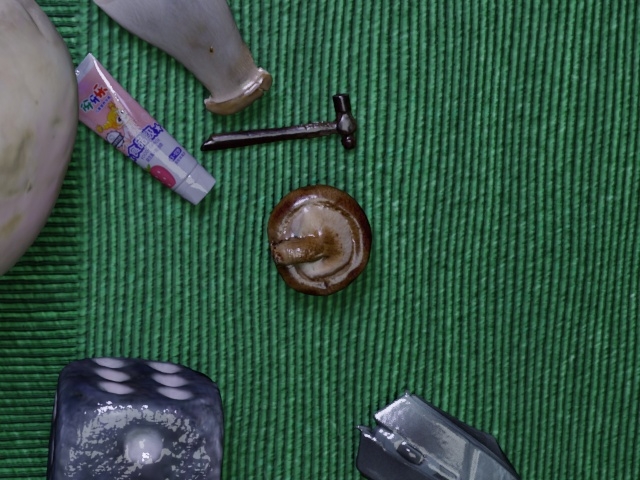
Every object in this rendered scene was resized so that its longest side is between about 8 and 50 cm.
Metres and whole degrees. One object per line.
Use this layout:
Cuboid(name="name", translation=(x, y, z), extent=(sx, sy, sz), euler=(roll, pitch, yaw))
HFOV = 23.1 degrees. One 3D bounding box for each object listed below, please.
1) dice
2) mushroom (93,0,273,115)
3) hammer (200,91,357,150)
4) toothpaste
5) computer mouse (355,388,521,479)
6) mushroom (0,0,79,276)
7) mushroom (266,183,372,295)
Cuboid(name="dice", translation=(-0.204, 0.233, 1.705), extent=(0.182, 0.182, 0.183), euler=(5, 102, -13))
Cuboid(name="mushroom", translation=(-0.139, -0.238, 1.671), extent=(0.116, 0.093, 0.225), euler=(-42, 116, 15))
Cuboid(name="hammer", translation=(-0.047, -0.123, 1.745), extent=(0.178, 0.021, 0.065), euler=(-8, 103, -7))
Cuboid(name="toothpaste", translation=(-0.199, -0.115, 1.707), extent=(0.194, 0.043, 0.067), euler=(41, 94, -11))
Cuboid(name="computer mouse", translation=(0.145, 0.270, 1.839), extent=(0.231, 0.071, 0.126), euler=(34, 94, -15))
Cuboid(name="mushroom", translation=(-0.403, -0.114, 1.513), extent=(0.353, 0.325, 0.353), euler=(0, 90, -15))
Cuboid(name="mushroom", translation=(0.000, 0.000, 1.744), extent=(0.127, 0.087, 0.127), euler=(-2, 105, -7))
